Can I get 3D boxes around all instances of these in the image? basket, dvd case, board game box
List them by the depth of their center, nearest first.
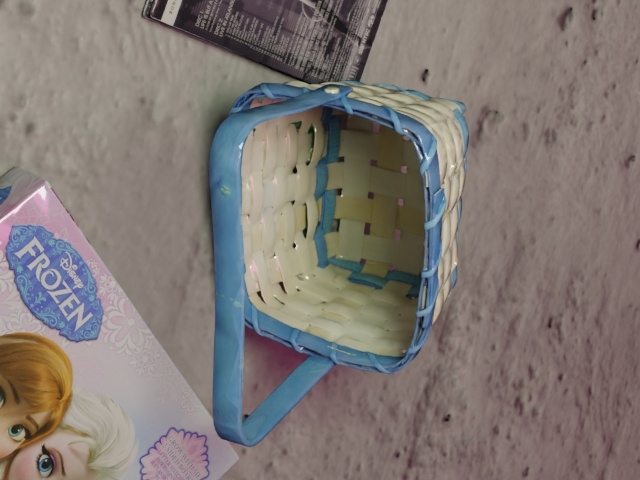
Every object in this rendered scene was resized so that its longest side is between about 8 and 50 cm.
[{"bbox_3d":[-0.259,0.164,0.971,0.318,0.066,0.319,-43,124,-19],"label":"board game box"},{"bbox_3d":[0.000,0.000,1.009,0.289,0.201,0.255,-36,134,-59],"label":"basket"},{"bbox_3d":[-0.030,-0.228,1.061,0.221,0.018,0.164,17,94,-39],"label":"dvd case"}]
